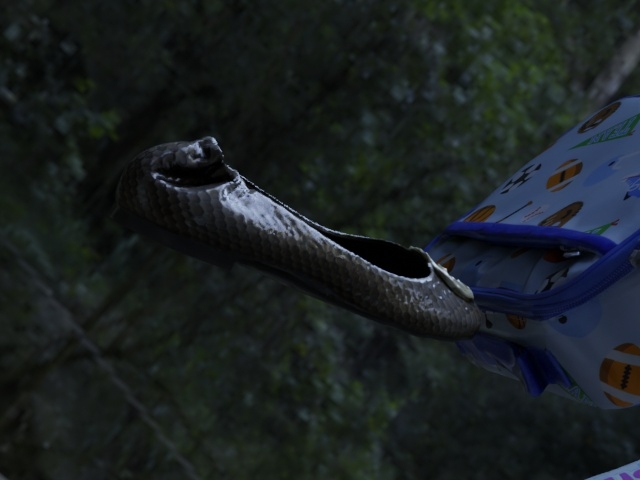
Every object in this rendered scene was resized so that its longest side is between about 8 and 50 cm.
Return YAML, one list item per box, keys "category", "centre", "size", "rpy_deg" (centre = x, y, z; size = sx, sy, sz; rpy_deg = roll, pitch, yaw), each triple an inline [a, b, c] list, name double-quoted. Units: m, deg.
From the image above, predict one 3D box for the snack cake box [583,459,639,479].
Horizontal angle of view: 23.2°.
- category: "snack cake box"
  centre: [0.168, 0.207, 0.563]
  size: [0.089, 0.152, 0.264]
  rpy_deg: [-149, -138, -74]

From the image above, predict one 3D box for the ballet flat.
- category: "ballet flat"
  centre: [0.000, 0.000, 0.824]
  size: [0.250, 0.058, 0.084]
  rpy_deg: [21, 4, -37]

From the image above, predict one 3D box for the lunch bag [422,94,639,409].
- category: "lunch bag"
  centre: [0.193, 0.003, 1.028]
  size: [0.115, 0.243, 0.303]
  rpy_deg: [56, -12, -11]
